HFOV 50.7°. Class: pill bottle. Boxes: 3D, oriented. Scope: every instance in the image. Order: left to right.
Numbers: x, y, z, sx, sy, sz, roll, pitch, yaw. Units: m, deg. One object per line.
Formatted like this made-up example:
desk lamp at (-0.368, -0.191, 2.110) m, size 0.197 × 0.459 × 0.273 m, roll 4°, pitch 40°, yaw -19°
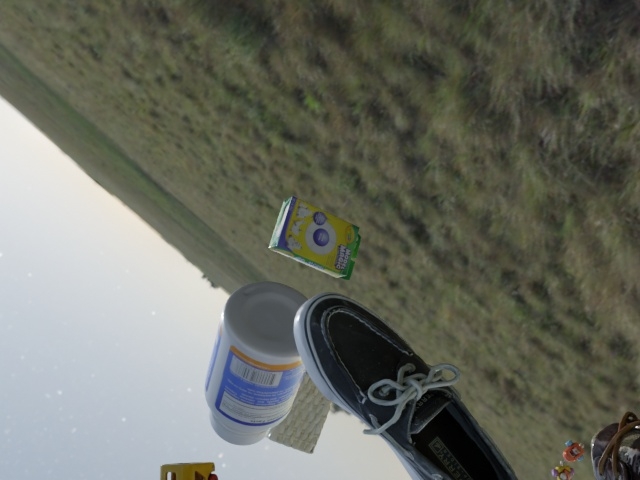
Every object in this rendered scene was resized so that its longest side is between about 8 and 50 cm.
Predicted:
pill bottle at (-0.102, 0.208, 1.078) m, size 0.152 × 0.152 × 0.272 m, roll 38°, pitch 134°, yaw 20°

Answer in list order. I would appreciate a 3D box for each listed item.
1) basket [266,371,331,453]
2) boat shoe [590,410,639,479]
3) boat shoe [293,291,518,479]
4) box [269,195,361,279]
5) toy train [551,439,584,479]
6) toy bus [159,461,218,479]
basket at (-0.045, 0.353, 1.427) m, size 0.113 × 0.167 × 0.103 m, roll 21°, pitch 170°, yaw -8°
boat shoe at (0.348, 0.255, 0.732) m, size 0.123 × 0.123 × 0.342 m, roll 35°, pitch 165°, yaw 33°
boat shoe at (0.092, 0.172, 0.707) m, size 0.306 × 0.113 × 0.105 m, roll 54°, pitch 155°, yaw 9°
box at (0.000, 0.000, 1.285) m, size 0.179 × 0.105 × 0.043 m, roll 24°, pitch 161°, yaw -25°
toy train at (0.696, 0.625, 1.806) m, size 0.166 × 0.125 × 0.046 m, roll 58°, pitch 165°, yaw 16°
toy bus at (-0.277, 0.547, 1.372) m, size 0.202 × 0.191 × 0.104 m, roll 40°, pitch -169°, yaw 34°
